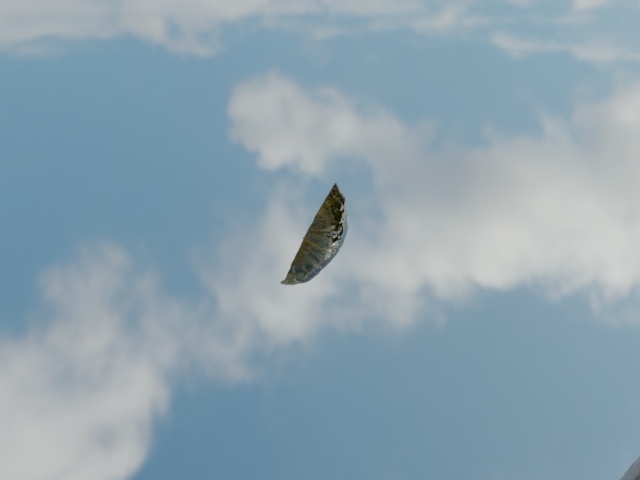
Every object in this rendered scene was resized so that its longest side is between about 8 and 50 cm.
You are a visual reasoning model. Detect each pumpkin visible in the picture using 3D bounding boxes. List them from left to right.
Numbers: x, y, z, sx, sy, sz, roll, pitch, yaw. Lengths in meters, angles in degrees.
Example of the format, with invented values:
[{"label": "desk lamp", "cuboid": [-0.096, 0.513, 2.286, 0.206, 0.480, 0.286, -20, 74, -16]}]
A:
[{"label": "pumpkin", "cuboid": [0.001, 0.001, 0.815, 0.028, 0.083, 0.050, 31, -163, -2]}]

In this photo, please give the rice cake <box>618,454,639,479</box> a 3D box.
[{"label": "rice cake", "cuboid": [0.447, 0.269, 1.445, 0.072, 0.365, 0.056, 28, -143, 3]}]
